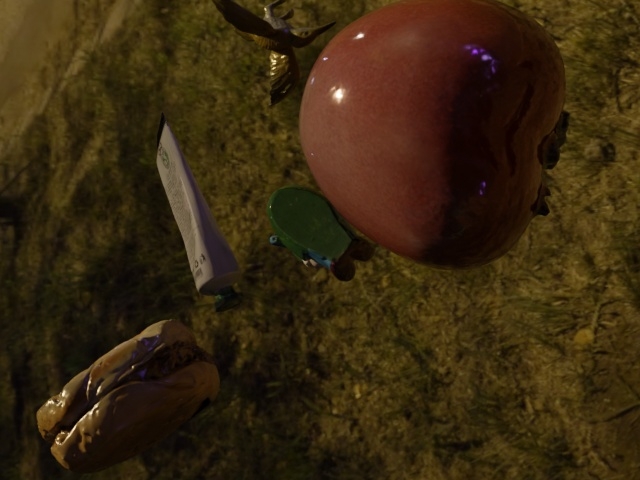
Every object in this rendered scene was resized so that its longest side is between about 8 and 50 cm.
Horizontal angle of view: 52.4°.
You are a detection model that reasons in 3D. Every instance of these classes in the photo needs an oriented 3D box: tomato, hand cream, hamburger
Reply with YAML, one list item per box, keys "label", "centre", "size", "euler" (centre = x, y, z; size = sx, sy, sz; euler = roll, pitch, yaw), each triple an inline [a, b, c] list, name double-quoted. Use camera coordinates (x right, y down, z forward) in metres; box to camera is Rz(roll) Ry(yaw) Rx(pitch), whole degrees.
- label: "tomato"
  centre: [0.124, -0.129, 0.766]
  size: [0.321, 0.321, 0.322]
  euler: [9, 102, 51]
- label: "hand cream"
  centre: [-0.212, -0.042, 1.079]
  size: [0.336, 0.076, 0.121]
  euler: [65, 149, 17]
- label: "hamburger"
  centre: [-0.222, 0.188, 0.774]
  size: [0.108, 0.213, 0.214]
  euler: [56, 135, 15]

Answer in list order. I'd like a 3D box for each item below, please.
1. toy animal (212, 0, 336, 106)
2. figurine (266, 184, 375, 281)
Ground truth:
- label: "toy animal"
  centre: [-0.055, -0.295, 0.891]
  size: [0.155, 0.219, 0.095]
  euler: [-19, 56, 17]
- label: "figurine"
  centre: [0.012, -0.009, 1.042]
  size: [0.185, 0.234, 0.127]
  euler: [33, 84, 14]
